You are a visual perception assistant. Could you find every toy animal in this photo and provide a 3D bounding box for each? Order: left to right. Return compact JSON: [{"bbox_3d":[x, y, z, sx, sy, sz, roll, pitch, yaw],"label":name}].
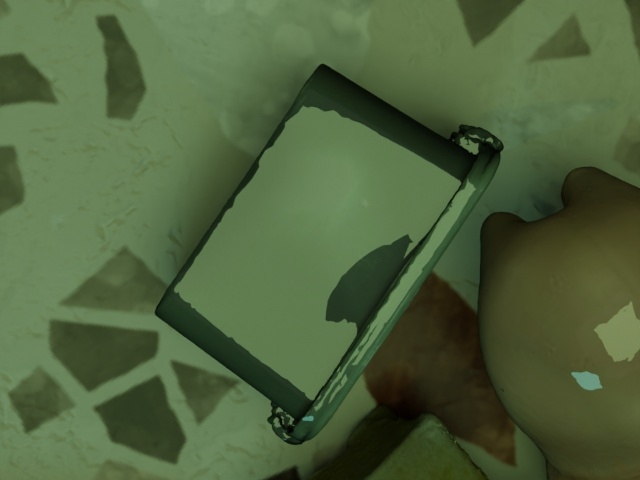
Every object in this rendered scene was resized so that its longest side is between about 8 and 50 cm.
[{"bbox_3d":[0.225,0.111,1.213,0.237,0.269,0.326,-30,142,6],"label":"toy animal"}]

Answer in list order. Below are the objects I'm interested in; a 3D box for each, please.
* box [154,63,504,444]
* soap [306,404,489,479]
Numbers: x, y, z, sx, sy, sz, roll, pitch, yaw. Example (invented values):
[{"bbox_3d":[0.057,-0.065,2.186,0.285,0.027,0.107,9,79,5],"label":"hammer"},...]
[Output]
[{"bbox_3d":[0.000,0.000,1.212,0.135,0.163,0.243,33,95,-2],"label":"box"},{"bbox_3d":[0.096,0.289,1.271,0.199,0.091,0.315,-44,104,-24],"label":"soap"}]
